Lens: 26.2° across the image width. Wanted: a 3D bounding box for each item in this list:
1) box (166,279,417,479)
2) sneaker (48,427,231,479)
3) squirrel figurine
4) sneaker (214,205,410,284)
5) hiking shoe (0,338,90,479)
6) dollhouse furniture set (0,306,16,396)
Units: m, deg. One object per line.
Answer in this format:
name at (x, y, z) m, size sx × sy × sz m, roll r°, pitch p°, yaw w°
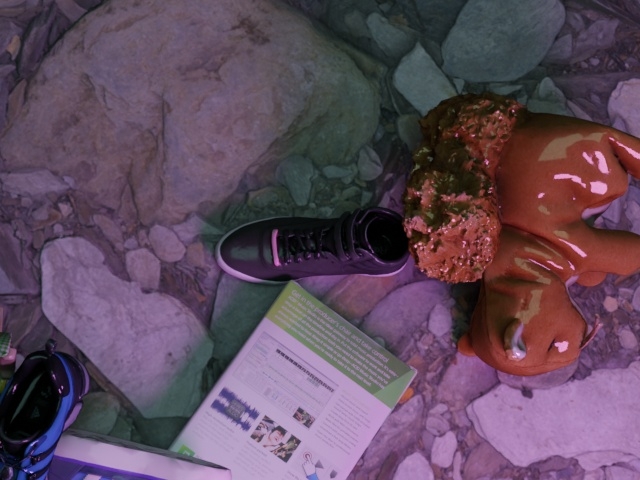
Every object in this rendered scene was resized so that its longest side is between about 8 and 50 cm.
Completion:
box at (-0.042, 0.249, 1.949) m, size 0.232 × 0.058 × 0.322 m, roll 37°, pitch 70°, yaw -1°
sneaker at (-0.285, 0.383, 1.811) m, size 0.322 × 0.130 × 0.236 m, roll 12°, pitch 86°, yaw 6°
squirrel figurine at (0.269, -0.004, 1.994) m, size 0.397 × 0.281 × 0.370 m, roll 21°, pitch 86°, yaw -22°
sneaker at (0.000, 0.000, 1.983) m, size 0.295 × 0.147 × 0.105 m, roll 0°, pitch 76°, yaw -12°
hiking shoe at (-0.384, 0.271, 1.695) m, size 0.113 × 0.132 × 0.304 m, roll 13°, pitch 76°, yaw 9°
dollhouse furniture set at (-0.486, 0.099, 1.752) m, size 0.197 × 0.301 × 0.151 m, roll 4°, pitch 74°, yaw -13°
